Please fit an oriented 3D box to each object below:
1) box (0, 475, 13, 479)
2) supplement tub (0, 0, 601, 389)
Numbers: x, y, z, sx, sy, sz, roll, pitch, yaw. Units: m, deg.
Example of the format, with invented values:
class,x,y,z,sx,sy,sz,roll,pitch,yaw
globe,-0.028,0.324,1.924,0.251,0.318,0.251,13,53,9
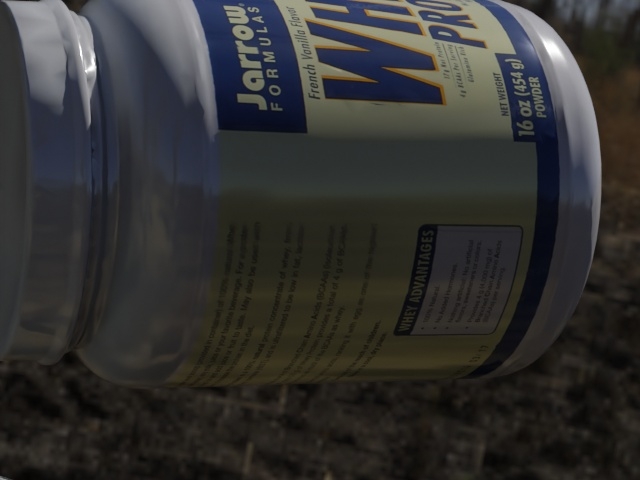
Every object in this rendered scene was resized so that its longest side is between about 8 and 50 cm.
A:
class,x,y,z,sx,sy,sz,roll,pitch,yaw
box,-0.117,0.232,1.016,0.191,0.045,0.184,16,-36,13
supplement tub,-0.029,-0.032,0.940,0.325,0.235,0.235,0,10,-22
